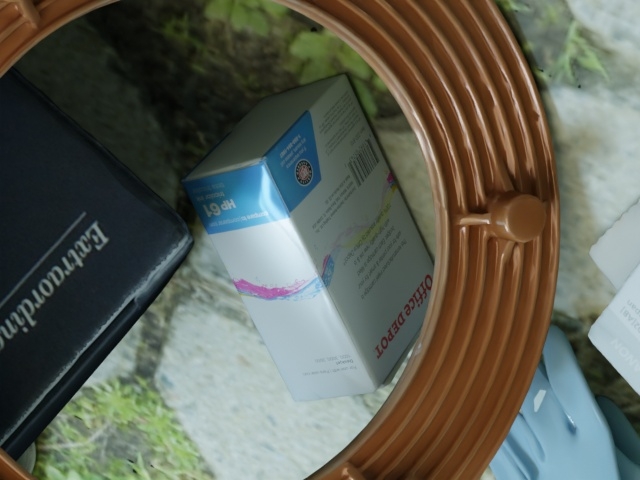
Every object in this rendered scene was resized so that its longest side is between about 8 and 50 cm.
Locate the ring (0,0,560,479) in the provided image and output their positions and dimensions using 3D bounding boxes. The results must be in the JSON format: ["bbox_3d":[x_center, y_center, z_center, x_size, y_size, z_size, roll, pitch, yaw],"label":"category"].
[{"bbox_3d":[-0.045,0.009,0.658,0.336,0.337,0.032,62,163,-18],"label":"ring"}]

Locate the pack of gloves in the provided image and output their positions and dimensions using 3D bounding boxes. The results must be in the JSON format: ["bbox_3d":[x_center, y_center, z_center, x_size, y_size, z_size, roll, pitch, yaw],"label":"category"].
[{"bbox_3d":[0.180,0.104,0.722,0.195,0.046,0.232,-47,65,35],"label":"pack of gloves"}]

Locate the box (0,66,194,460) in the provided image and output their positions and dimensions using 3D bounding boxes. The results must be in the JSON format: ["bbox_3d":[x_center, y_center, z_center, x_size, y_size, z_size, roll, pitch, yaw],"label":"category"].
[{"bbox_3d":[-0.302,-0.012,0.741,0.395,0.293,0.212,42,168,-1],"label":"box"}]

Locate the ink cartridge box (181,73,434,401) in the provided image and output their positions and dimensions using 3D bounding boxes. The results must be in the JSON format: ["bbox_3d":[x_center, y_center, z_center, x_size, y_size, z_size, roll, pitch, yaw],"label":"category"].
[{"bbox_3d":[0.000,0.000,0.754,0.052,0.088,0.122,-14,113,34],"label":"ink cartridge box"}]

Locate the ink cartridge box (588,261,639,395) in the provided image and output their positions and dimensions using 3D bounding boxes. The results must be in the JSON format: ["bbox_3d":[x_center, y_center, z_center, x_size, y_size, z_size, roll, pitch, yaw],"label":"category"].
[{"bbox_3d":[0.228,0.021,0.624,0.189,0.066,0.232,51,140,24],"label":"ink cartridge box"}]

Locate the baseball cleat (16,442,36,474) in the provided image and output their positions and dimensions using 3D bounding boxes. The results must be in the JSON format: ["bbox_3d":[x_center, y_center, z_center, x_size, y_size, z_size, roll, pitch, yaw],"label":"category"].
[{"bbox_3d":[-0.236,0.092,0.969,0.109,0.072,0.206,-18,115,21],"label":"baseball cleat"}]
